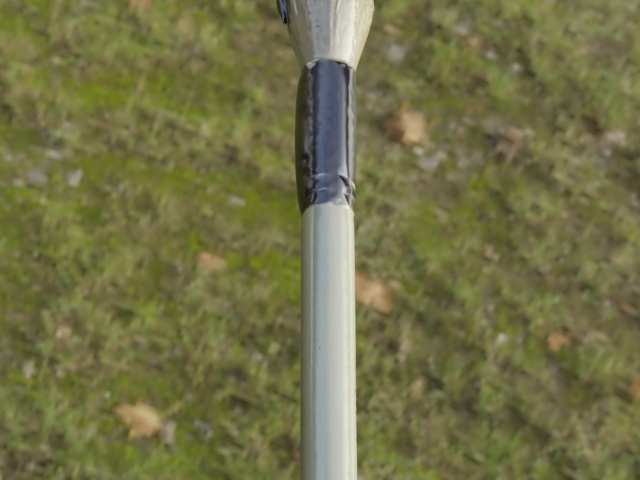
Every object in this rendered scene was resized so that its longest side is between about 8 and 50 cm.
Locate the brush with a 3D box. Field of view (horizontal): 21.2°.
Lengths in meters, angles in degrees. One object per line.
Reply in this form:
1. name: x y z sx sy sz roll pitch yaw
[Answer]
1. brush: 0.000 0.000 0.703 0.042 0.039 0.299 43 41 -50
